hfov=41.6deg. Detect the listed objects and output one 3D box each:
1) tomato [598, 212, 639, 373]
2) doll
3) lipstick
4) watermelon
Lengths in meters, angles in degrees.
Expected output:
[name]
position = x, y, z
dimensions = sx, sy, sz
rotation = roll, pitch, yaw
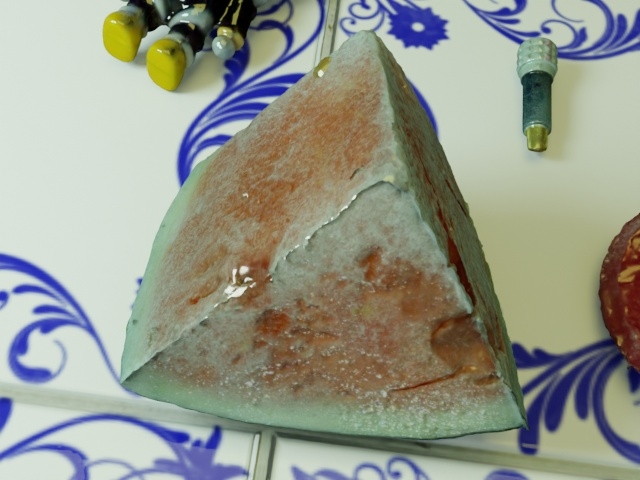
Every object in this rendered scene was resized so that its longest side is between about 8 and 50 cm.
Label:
[tomato]
position = 0.305, 0.049, 0.600
dimensions = 0.189, 0.099, 0.173
rotation = 7, 64, 48
[doll]
position = -0.068, -0.272, 0.771
dimensions = 0.145, 0.103, 0.316
rotation = 23, 65, 29
[lipstick]
position = 0.190, -0.122, 0.736
dimensions = 0.037, 0.037, 0.116
rotation = 7, 63, 0
[watermelon]
position = 0.000, 0.000, 0.543
dimensions = 0.262, 0.201, 0.213
rotation = 0, 48, 0
